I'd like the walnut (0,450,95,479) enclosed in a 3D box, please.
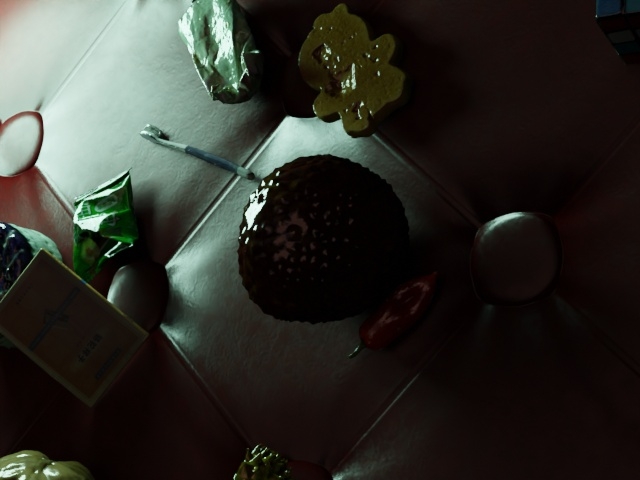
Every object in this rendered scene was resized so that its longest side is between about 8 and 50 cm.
[{"bbox_3d":[-0.471,0.477,1.737,0.224,0.257,0.257,14,81,2],"label":"walnut"}]

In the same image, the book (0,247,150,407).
[{"bbox_3d":[-0.441,0.153,1.860,0.241,0.018,0.170,39,98,0],"label":"book"}]

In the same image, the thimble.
[{"bbox_3d":[-0.594,0.084,1.980,0.237,0.150,0.237,-8,73,28],"label":"thimble"}]

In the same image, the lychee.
[{"bbox_3d":[0.000,0.000,1.581,0.260,0.260,0.261,-10,70,29],"label":"lychee"}]

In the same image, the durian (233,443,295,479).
[{"bbox_3d":[-0.084,0.421,1.587,0.078,0.140,0.224,6,97,18],"label":"durian"}]

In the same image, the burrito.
[{"bbox_3d":[-0.167,-0.340,1.885,0.144,0.089,0.229,-44,55,30],"label":"burrito"}]

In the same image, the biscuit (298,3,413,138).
[{"bbox_3d":[0.050,-0.280,1.759,0.184,0.035,0.249,-44,56,12],"label":"biscuit"}]

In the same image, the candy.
[{"bbox_3d":[-0.390,-0.026,1.932,0.141,0.078,0.203,-19,53,14],"label":"candy"}]

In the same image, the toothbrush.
[{"bbox_3d":[-0.219,-0.156,1.897,0.288,0.024,0.026,24,74,36],"label":"toothbrush"}]

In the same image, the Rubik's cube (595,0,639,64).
[{"bbox_3d":[0.466,-0.346,1.446,0.151,0.155,0.154,-4,73,31],"label":"Rubik's cube"}]

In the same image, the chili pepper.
[{"bbox_3d":[0.107,0.115,1.587,0.191,0.050,0.059,-46,64,13],"label":"chili pepper"}]
